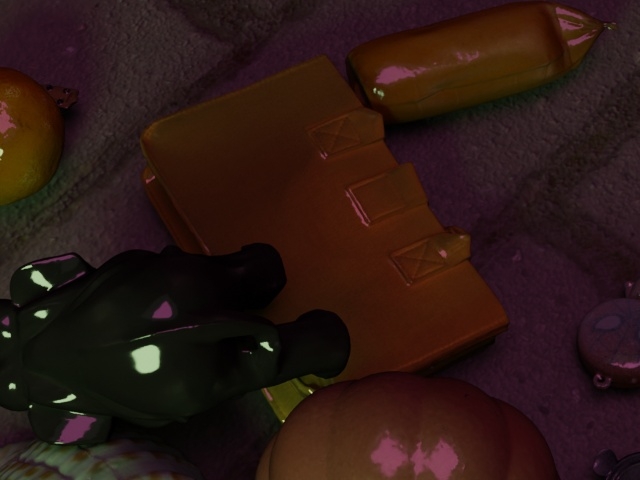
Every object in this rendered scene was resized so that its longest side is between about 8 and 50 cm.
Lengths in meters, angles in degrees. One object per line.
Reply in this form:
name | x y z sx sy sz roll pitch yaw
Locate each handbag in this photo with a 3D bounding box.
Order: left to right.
handbag | 0.000 0.000 1.801 0.283 0.133 0.401 -26 66 -19

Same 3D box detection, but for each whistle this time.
whistle | 0.357 0.085 1.804 0.107 0.057 0.220 21 59 25

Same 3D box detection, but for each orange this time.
orange | -0.361 -0.116 1.844 0.136 0.159 0.159 10 54 -42

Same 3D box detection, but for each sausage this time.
sausage | 0.192 -0.219 1.929 0.328 0.112 0.112 -15 64 -10

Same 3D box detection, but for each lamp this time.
lamp | 0.084 0.266 1.561 0.305 0.305 0.239 6 56 2

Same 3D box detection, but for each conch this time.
conch | -0.227 0.298 1.595 0.303 0.215 0.319 -22 66 -24

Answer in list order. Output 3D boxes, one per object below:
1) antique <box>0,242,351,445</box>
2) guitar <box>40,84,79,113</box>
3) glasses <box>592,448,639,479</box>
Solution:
antique | -0.169 0.092 1.596 0.255 0.322 0.185 -11 90 -48
guitar | -0.412 -0.192 1.935 0.271 0.038 0.083 15 64 9
glasses | 0.417 0.235 1.613 0.234 0.268 0.118 -12 82 -9
